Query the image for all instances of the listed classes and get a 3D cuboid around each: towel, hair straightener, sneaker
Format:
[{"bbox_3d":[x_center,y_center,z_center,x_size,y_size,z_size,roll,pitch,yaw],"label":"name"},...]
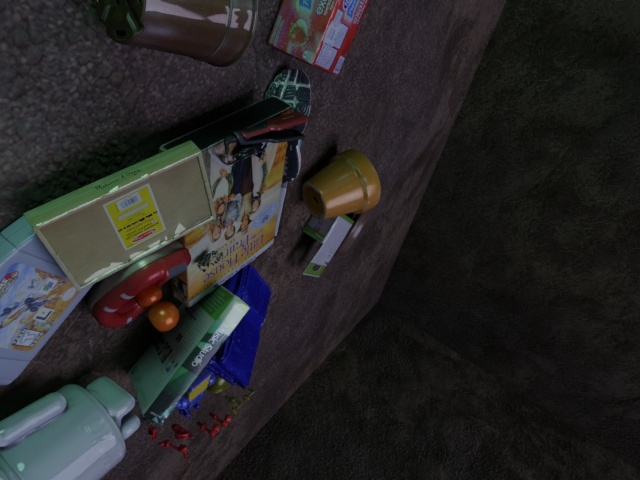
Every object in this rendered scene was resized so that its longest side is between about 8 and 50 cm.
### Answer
[{"bbox_3d":[-0.219,0.233,1.288,0.227,0.076,0.308,57,37,-51],"label":"towel"},{"bbox_3d":[-0.110,-0.186,0.897,0.230,0.047,0.089,-36,151,-45],"label":"hair straightener"},{"bbox_3d":[-0.085,-0.276,1.103,0.110,0.107,0.275,-85,-174,-57],"label":"sneaker"}]

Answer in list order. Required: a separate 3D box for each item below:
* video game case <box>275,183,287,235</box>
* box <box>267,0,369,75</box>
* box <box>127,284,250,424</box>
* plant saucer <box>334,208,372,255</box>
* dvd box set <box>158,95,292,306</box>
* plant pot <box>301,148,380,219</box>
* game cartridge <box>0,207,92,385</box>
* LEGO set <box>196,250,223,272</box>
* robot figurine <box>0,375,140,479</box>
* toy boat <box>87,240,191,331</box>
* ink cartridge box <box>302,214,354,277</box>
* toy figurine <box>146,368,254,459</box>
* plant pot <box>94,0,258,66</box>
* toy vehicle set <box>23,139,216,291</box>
[{"bbox_3d":[-0.109,-0.115,1.249,0.143,0.019,0.157,-89,-168,-52],"label":"video game case"},{"bbox_3d":[0.014,-0.490,0.936,0.128,0.123,0.256,-17,135,-62],"label":"box"},{"bbox_3d":[-0.325,0.246,1.113,0.058,0.232,0.322,42,78,-30],"label":"box"},{"bbox_3d":[0.135,-0.047,1.871,0.277,0.041,0.278,-57,-179,2],"label":"plant saucer"},{"bbox_3d":[-0.202,-0.076,1.015,0.308,0.062,0.420,-39,154,-40],"label":"dvd box set"},{"bbox_3d":[0.052,-0.160,1.448,0.188,0.205,0.205,-28,148,-26],"label":"plant pot"},{"bbox_3d":[-0.491,0.098,0.736,0.297,0.062,0.198,-54,164,-9],"label":"game cartridge"},{"bbox_3d":[-0.242,0.041,0.988,0.054,0.023,0.083,-53,173,0],"label":"LEGO set"},{"bbox_3d":[-0.536,0.426,0.898,0.353,0.200,0.299,-38,137,-44],"label":"robot figurine"},{"bbox_3d":[-0.334,0.111,0.895,0.231,0.151,0.151,-33,-179,30],"label":"toy boat"},{"bbox_3d":[0.000,0.000,1.680,0.255,0.097,0.189,-57,161,3],"label":"ink cartridge box"},{"bbox_3d":[-0.349,0.449,1.413,0.363,0.191,0.217,-32,143,-53],"label":"toy figurine"},{"bbox_3d":[-0.204,-0.331,0.633,0.165,0.167,0.166,-19,138,-47],"label":"plant pot"},{"bbox_3d":[-0.304,-0.040,0.751,0.267,0.035,0.166,-32,149,-25],"label":"toy vehicle set"}]
